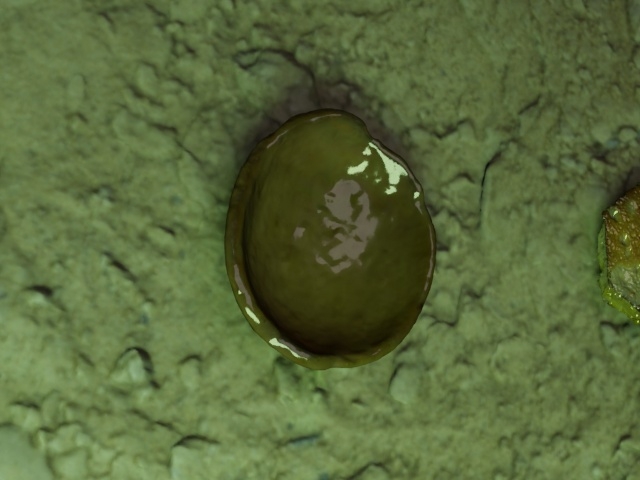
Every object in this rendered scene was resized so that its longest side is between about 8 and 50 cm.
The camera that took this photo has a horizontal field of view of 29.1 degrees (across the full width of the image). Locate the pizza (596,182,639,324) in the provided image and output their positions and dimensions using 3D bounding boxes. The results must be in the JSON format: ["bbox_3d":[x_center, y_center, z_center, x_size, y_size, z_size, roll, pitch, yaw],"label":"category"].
[{"bbox_3d":[0.288,0.013,1.112,0.099,0.036,0.160,4,73,-22],"label":"pizza"}]

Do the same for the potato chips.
[{"bbox_3d":[0.000,0.001,0.979,0.195,0.062,0.208,-6,77,-30],"label":"potato chips"}]
